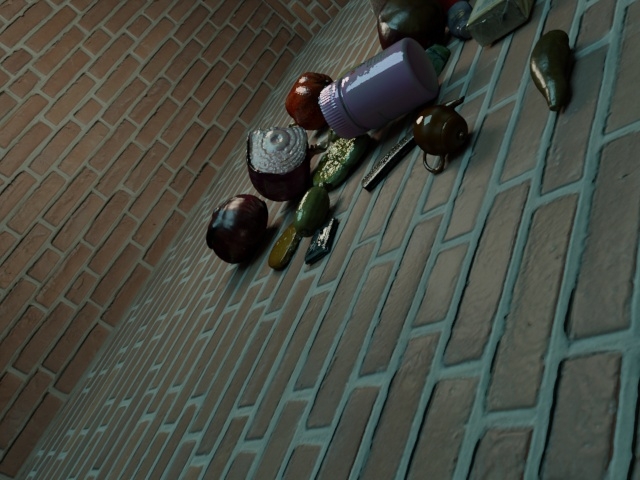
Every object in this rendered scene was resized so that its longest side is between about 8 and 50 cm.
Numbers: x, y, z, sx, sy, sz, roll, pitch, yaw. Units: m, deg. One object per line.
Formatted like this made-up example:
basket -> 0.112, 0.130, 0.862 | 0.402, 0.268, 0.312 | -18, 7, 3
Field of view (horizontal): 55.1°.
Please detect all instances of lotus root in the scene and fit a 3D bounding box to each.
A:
lotus root -> -0.020, -0.090, 1.692 | 0.090, 0.077, 0.182 | 80, -151, -56

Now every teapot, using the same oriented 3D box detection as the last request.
teapot -> 0.266, -0.228, 1.316 | 0.116, 0.116, 0.173 | -131, 54, -70

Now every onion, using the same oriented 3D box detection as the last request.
onion -> -0.276, -0.043, 2.029 | 0.246, 0.190, 0.246 | -56, 2, 3
onion -> -0.125, -0.243, 2.020 | 0.256, 0.273, 0.230 | -62, -17, -23

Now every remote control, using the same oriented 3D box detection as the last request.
remote control -> 0.183, -0.210, 1.561 | 0.212, 0.028, 0.059 | -46, 24, 16

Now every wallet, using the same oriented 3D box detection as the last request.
wallet -> 0.000, 0.000, 1.587 | 0.088, 0.026, 0.129 | -34, 25, 38

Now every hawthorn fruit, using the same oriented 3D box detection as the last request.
hawthorn fruit -> -0.042, -0.516, 2.345 | 0.253, 0.205, 0.205 | -40, 22, 42

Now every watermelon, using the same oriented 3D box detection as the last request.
watermelon -> 0.289, -0.493, 1.779 | 0.187, 0.071, 0.139 | -57, 16, -17

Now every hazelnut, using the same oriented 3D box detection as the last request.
hazelnut -> 0.272, -0.633, 1.881 | 0.229, 0.229, 0.229 | -43, 21, 21

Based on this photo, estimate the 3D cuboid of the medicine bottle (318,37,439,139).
medicine bottle -> 0.158, -0.408, 1.680 | 0.291, 0.178, 0.178 | -22, 33, 36

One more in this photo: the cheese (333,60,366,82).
cheese -> 0.148, -0.464, 1.896 | 0.226, 0.117, 0.213 | -23, 39, 9

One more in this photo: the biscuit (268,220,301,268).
biscuit -> -0.099, 0.011, 1.786 | 0.126, 0.025, 0.206 | -27, 29, 48

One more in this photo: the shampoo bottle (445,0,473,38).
shampoo bottle -> 0.412, -0.640, 1.789 | 0.087, 0.049, 0.233 | -43, 21, 27

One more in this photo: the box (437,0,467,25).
box -> 0.416, -0.864, 1.957 | 0.313, 0.197, 0.089 | -53, 20, -5

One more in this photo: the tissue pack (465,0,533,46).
tissue pack -> 0.463, -0.600, 1.546 | 0.148, 0.092, 0.196 | -24, 32, 51

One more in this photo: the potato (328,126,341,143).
potato -> 0.089, -0.392, 2.009 | 0.188, 0.085, 0.105 | -49, 25, -10

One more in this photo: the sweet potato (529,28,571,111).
sweet potato -> 0.433, -0.330, 1.157 | 0.077, 0.077, 0.243 | -32, 26, 42

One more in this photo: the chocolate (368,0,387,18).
chocolate -> 0.310, -0.980, 2.337 | 0.213, 0.303, 0.303 | -27, 18, -9

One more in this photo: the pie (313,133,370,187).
pie -> 0.061, -0.247, 1.854 | 0.240, 0.054, 0.240 | -45, 20, 21
